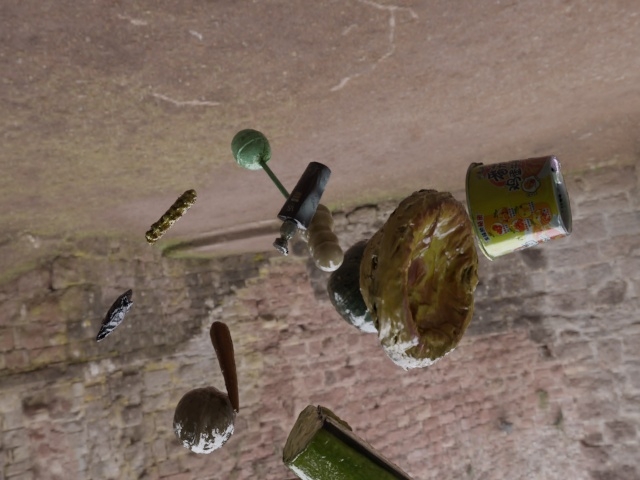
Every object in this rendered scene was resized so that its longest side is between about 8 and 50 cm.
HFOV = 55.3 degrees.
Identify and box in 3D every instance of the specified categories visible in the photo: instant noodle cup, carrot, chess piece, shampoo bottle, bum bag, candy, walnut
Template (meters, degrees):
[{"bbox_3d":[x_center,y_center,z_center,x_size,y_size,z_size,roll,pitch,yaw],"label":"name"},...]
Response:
[{"bbox_3d":[0.500,-0.089,1.522,0.200,0.264,0.264,-11,174,31],"label":"instant noodle cup"},{"bbox_3d":[-0.206,0.278,1.354,0.048,0.216,0.048,-15,153,-8],"label":"carrot"},{"bbox_3d":[0.000,0.000,1.375,0.094,0.170,0.094,-8,130,-10],"label":"chess piece"},{"bbox_3d":[-0.042,-0.069,1.300,0.057,0.207,0.063,7,154,47],"label":"shampoo bottle"},{"bbox_3d":[-0.419,0.151,1.250,0.124,0.034,0.058,-53,-179,7],"label":"bum bag"},{"bbox_3d":[-0.121,-0.164,1.745,0.119,0.440,0.119,-28,150,-18],"label":"candy"},{"bbox_3d":[-0.259,0.401,1.367,0.140,0.140,0.162,-7,142,-22],"label":"walnut"}]

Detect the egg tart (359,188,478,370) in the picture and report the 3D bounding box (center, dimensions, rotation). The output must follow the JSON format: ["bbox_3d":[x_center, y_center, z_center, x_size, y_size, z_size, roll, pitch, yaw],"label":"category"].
[{"bbox_3d":[0.150,0.056,0.978,0.116,0.294,0.295,6,-175,40],"label":"egg tart"}]

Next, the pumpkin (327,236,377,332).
[{"bbox_3d":[0.182,0.145,2.072,0.328,0.291,0.257,-44,177,-27],"label":"pumpkin"}]

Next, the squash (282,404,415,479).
[{"bbox_3d":[0.074,0.327,0.801,0.252,0.093,0.169,36,171,-3],"label":"squash"}]

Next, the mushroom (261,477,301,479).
[{"bbox_3d":[-0.116,0.859,1.825,0.346,0.345,0.259,-9,174,0],"label":"mushroom"}]

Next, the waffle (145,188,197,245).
[{"bbox_3d":[-0.393,-0.063,1.604,0.192,0.046,0.161,-50,-168,-19],"label":"waffle"}]
